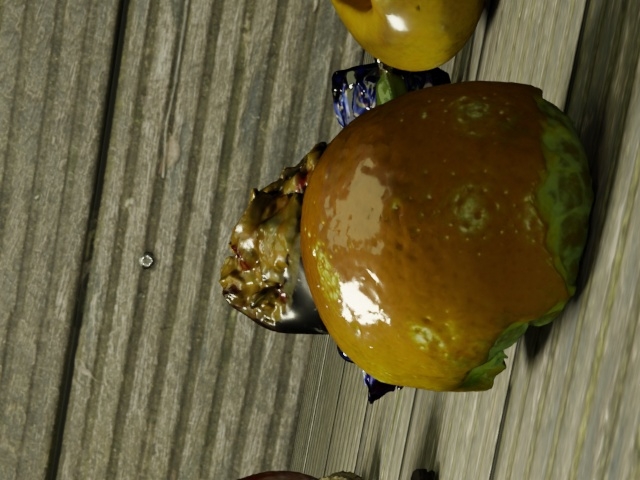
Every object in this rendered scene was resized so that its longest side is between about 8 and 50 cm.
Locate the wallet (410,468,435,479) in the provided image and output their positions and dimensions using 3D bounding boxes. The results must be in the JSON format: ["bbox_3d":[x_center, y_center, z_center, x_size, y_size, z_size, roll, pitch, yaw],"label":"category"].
[{"bbox_3d":[0.076,0.263,1.487,0.156,0.018,0.082,-83,3,-48],"label":"wallet"}]

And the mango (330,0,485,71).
[{"bbox_3d":[0.093,-0.313,1.737,0.253,0.182,0.365,106,163,-48],"label":"mango"}]

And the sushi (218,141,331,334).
[{"bbox_3d":[0.001,-0.002,2.071,0.200,0.204,0.213,-75,2,-67],"label":"sushi"}]

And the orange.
[{"bbox_3d":[0.068,0.003,1.125,0.237,0.158,0.179,118,145,-77],"label":"orange"}]

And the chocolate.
[{"bbox_3d":[0.066,-0.006,1.856,0.148,0.126,0.343,-1,85,49],"label":"chocolate"}]

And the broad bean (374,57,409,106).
[{"bbox_3d":[0.085,-0.043,1.742,0.060,0.043,0.297,79,-178,-66],"label":"broad bean"}]

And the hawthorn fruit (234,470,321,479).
[{"bbox_3d":[-0.051,0.325,1.571,0.231,0.235,0.263,-42,-12,-48],"label":"hawthorn fruit"}]

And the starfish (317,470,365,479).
[{"bbox_3d":[-0.079,0.349,2.049,0.113,0.303,0.312,56,176,20],"label":"starfish"}]
